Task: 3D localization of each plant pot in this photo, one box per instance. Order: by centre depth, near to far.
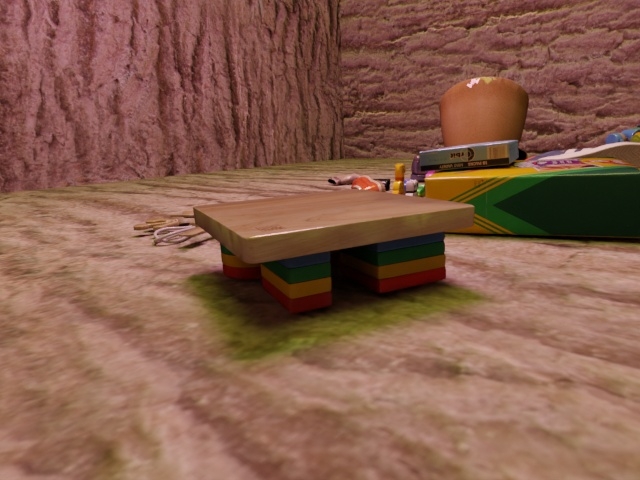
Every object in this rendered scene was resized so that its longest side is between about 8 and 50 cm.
[{"bbox_3d":[0.437,-0.266,1.184,0.237,0.254,0.237,10,-19,4],"label":"plant pot"}]

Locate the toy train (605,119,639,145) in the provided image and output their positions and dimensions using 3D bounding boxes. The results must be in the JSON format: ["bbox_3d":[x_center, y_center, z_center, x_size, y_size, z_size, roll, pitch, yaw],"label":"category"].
[{"bbox_3d":[0.935,-0.283,1.193,0.144,0.105,0.248,-13,14,-3],"label":"toy train"}]

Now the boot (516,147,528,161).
[{"bbox_3d":[0.565,-0.283,1.436,0.264,0.096,0.280,36,18,28],"label":"boot"}]

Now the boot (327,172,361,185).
[{"bbox_3d":[0.088,-0.223,1.606,0.087,0.042,0.118,-20,19,-34],"label":"boot"}]

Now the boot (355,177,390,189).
[{"bbox_3d":[0.167,-0.177,1.374,0.099,0.045,0.121,5,14,19],"label":"boot"}]

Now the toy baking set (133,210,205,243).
[{"bbox_3d":[-0.248,-0.028,0.851,0.197,0.030,0.256,-17,18,-37],"label":"toy baking set"}]

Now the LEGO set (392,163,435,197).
[{"bbox_3d":[0.249,-0.167,1.193,0.087,0.093,0.227,4,15,29],"label":"LEGO set"}]

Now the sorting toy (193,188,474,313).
[{"bbox_3d":[0.000,0.000,0.531,0.257,0.089,0.255,-9,14,-24],"label":"sorting toy"}]

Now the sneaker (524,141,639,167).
[{"bbox_3d":[0.662,-0.183,1.090,0.350,0.131,0.148,-2,17,3],"label":"sneaker"}]

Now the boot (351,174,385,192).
[{"bbox_3d":[0.113,-0.150,1.238,0.085,0.059,0.158,-12,16,-17],"label":"boot"}]

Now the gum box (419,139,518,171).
[{"bbox_3d":[0.297,-0.168,0.850,0.157,0.041,0.184,-1,12,30],"label":"gum box"}]

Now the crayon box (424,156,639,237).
[{"bbox_3d":[0.395,-0.096,0.823,0.313,0.106,0.363,4,14,26],"label":"crayon box"}]

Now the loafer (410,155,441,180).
[{"bbox_3d":[0.479,-0.276,1.610,0.303,0.095,0.109,-7,14,-16],"label":"loafer"}]
